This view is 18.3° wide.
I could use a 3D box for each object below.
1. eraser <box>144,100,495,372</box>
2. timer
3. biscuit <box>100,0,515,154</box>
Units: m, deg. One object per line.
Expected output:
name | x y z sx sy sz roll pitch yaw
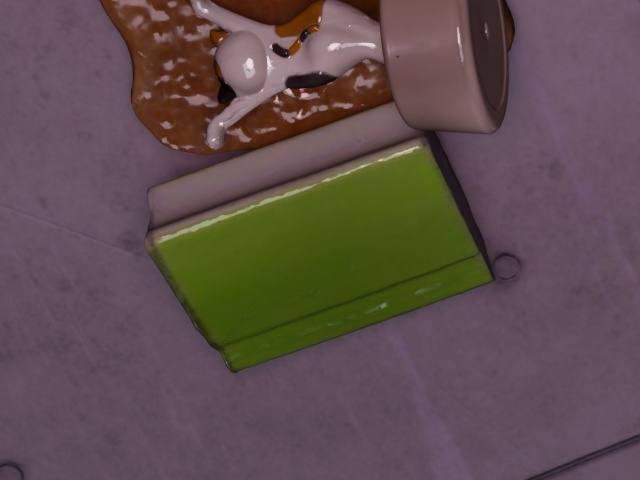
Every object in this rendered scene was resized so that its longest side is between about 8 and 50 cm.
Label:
eraser | 0.000 0.000 1.846 0.274 0.092 0.210 -21 131 10
timer | 0.017 -0.167 1.726 0.266 0.175 0.175 -5 111 17
biscuit | -0.014 -0.256 1.790 0.385 0.062 0.365 -11 112 6
